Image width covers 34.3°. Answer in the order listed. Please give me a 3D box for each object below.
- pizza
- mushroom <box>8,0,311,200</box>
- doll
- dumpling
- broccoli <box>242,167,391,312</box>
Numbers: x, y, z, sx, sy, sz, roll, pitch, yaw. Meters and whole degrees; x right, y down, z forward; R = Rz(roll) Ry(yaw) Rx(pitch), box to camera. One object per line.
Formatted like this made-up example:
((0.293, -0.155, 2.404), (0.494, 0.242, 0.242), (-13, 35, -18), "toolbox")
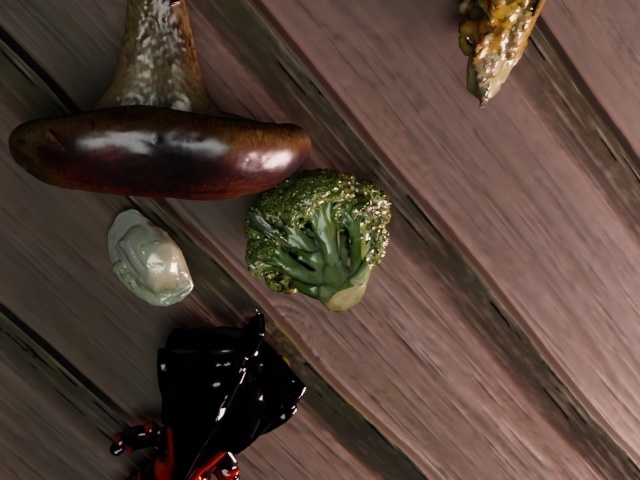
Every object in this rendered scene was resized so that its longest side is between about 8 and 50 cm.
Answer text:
((0.150, -0.213, 0.769), (0.069, 0.226, 0.147), (26, 64, 7), "pizza")
((-0.115, -0.141, 0.776), (0.227, 0.148, 0.217), (2, 98, -14), "mushroom")
((-0.104, 0.157, 0.923), (0.127, 0.088, 0.248), (5, 124, -32), "doll")
((-0.147, 0.018, 0.866), (0.057, 0.052, 0.076), (-42, 123, 0), "dumpling")
((0.000, 0.000, 0.843), (0.130, 0.120, 0.131), (-14, 149, -18), "broccoli")
